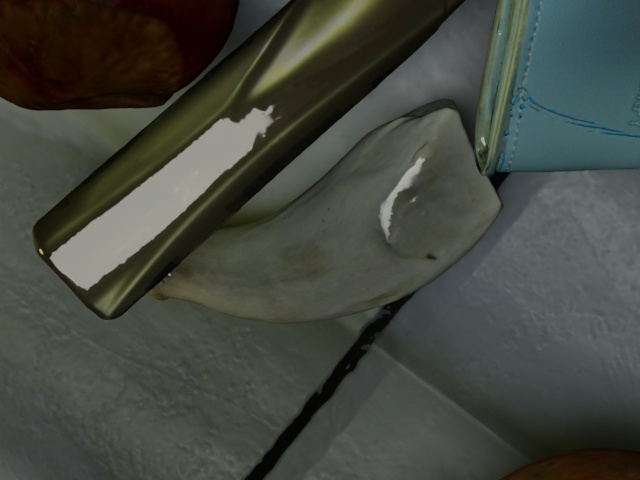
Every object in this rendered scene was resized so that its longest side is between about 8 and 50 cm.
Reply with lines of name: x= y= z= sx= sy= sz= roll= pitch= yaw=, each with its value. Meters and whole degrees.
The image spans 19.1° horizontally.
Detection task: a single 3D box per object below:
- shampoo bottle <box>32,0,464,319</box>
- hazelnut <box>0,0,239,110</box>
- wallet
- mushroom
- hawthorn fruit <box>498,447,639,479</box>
shampoo bottle: x=-0.034 y=-0.091 z=1.249 sx=0.350 sy=0.125 sz=0.084 roll=-41 pitch=98 yaw=4
hazelnut: x=-0.158 y=-0.168 z=1.257 sx=0.204 sy=0.178 sz=0.178 roll=-15 pitch=104 yaw=45
wallet: x=0.230 y=-0.115 z=1.183 sx=0.250 sy=0.075 sz=0.176 roll=-1 pitch=131 yaw=-9
mushroom: x=0.000 y=0.000 z=1.303 sx=0.270 sy=0.103 sz=0.118 roll=-24 pitch=97 yaw=21
hawthorn fruit: x=0.171 y=0.260 z=1.265 sx=0.298 sy=0.277 sz=0.277 roll=38 pitch=111 yaw=26
